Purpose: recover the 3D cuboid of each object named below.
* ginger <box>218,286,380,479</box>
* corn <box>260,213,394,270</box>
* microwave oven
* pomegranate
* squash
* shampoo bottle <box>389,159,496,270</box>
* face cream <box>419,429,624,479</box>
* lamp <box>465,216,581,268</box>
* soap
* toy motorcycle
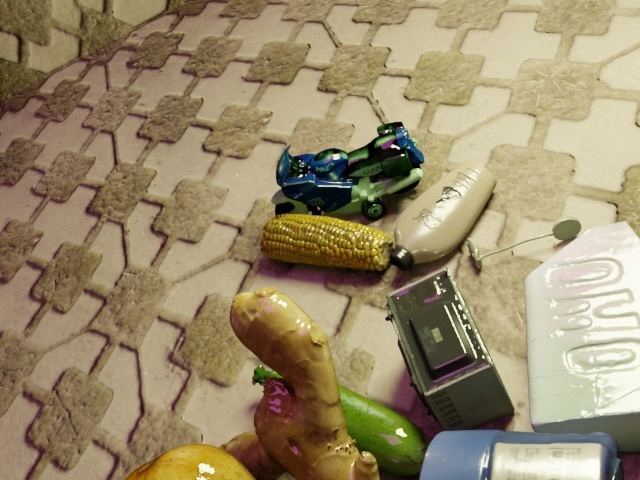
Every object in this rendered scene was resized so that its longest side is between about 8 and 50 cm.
[{"bbox_3d":[-0.014,0.278,1.255,0.348,0.363,0.122,26,21,33],"label":"ginger"},{"bbox_3d":[0.000,0.000,1.656,0.310,0.101,0.101,4,51,36],"label":"corn"},{"bbox_3d":[0.193,0.176,1.312,0.129,0.163,0.205,-27,43,8],"label":"microwave oven"},{"bbox_3d":[-0.190,0.432,1.224,0.260,0.260,0.260,-17,42,16],"label":"pomegranate"},{"bbox_3d":[0.019,0.280,1.358,0.379,0.101,0.101,21,61,41],"label":"squash"},{"bbox_3d":[0.221,-0.042,1.579,0.127,0.078,0.257,33,69,27],"label":"shampoo bottle"},{"bbox_3d":[0.255,0.356,1.021,0.225,0.249,0.249,-4,47,25],"label":"face cream"},{"bbox_3d":[0.356,-0.006,1.485,0.198,0.050,0.056,-19,40,14],"label":"lamp"},{"bbox_3d":[0.416,0.139,1.250,0.208,0.115,0.347,-10,44,22],"label":"soap"},{"bbox_3d":[0.041,-0.130,1.692,0.331,0.196,0.125,-19,41,16],"label":"toy motorcycle"}]
